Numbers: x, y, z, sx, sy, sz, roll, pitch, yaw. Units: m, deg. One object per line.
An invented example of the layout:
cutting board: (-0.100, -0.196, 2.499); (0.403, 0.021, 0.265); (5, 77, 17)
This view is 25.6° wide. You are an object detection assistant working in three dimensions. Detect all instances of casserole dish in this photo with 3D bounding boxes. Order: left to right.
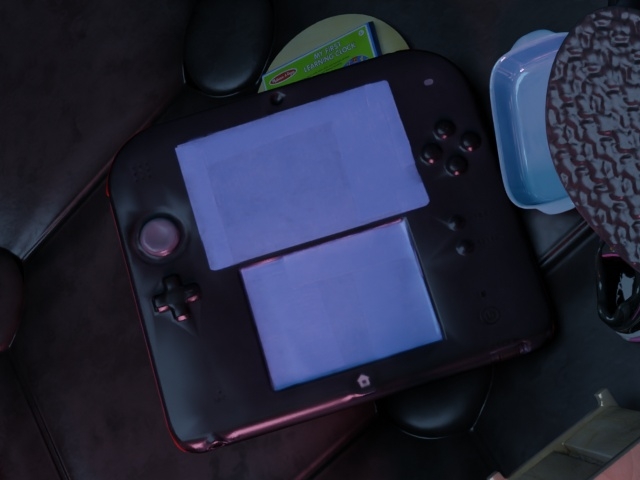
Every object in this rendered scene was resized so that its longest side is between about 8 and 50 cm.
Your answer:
casserole dish: (0.229, -0.114, 1.381); (0.114, 0.037, 0.188); (-18, 69, 34)

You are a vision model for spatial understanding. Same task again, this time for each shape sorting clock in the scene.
shape sorting clock: (0.016, -0.151, 1.547); (0.206, 0.040, 0.206); (-8, 75, 29)

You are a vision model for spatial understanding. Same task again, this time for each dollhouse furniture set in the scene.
dollhouse furniture set: (0.233, 0.258, 1.228); (0.356, 0.303, 0.173); (-36, 94, -8)

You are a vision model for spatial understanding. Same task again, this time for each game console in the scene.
game console: (0.000, 0.000, 1.404); (0.387, 0.060, 0.342); (-17, 66, 0)

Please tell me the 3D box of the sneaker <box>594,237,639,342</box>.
sneaker: (0.286, 0.001, 1.287); (0.072, 0.077, 0.178); (-7, 76, 35)

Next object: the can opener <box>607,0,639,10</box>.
can opener: (0.297, -0.250, 1.353); (0.059, 0.073, 0.186); (141, 134, -71)

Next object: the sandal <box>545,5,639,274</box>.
sandal: (0.349, -0.004, 1.213); (0.167, 0.107, 0.445); (-39, 77, 17)
